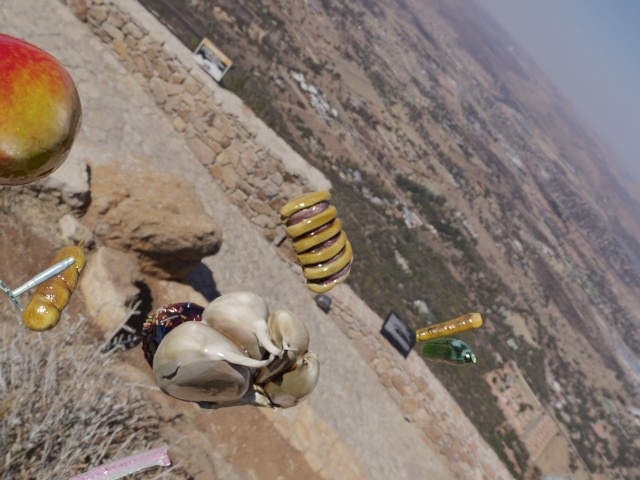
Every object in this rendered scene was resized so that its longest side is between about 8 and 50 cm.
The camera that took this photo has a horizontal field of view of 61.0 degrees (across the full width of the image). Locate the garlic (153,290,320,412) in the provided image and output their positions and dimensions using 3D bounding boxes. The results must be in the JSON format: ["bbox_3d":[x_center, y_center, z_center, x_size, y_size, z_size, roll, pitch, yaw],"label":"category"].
[{"bbox_3d":[-0.127,0.196,0.866,0.237,0.292,0.210,33,57,16],"label":"garlic"}]

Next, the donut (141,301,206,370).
[{"bbox_3d":[-0.368,0.270,1.478,0.235,0.089,0.235,17,56,-27],"label":"donut"}]

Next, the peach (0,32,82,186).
[{"bbox_3d":[-0.392,-0.160,0.643,0.197,0.197,0.197,35,30,-23],"label":"peach"}]

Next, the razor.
[{"bbox_3d":[-0.541,0.073,1.057,0.135,0.068,0.040,-35,52,-24],"label":"razor"}]

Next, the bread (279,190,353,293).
[{"bbox_3d":[0.000,0.000,1.218,0.134,0.081,0.225,-30,107,-22],"label":"bread"}]

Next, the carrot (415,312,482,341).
[{"bbox_3d":[0.321,0.220,1.369,0.042,0.170,0.042,-17,90,-80],"label":"carrot"}]

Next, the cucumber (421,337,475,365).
[{"bbox_3d":[0.181,0.154,0.757,0.037,0.037,0.155,46,-14,-3],"label":"cucumber"}]

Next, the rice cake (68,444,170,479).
[{"bbox_3d":[-0.593,0.684,1.623,0.290,0.051,0.081,-9,17,-30],"label":"rice cake"}]

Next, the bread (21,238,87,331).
[{"bbox_3d":[-0.735,0.110,1.523,0.084,0.124,0.344,56,23,-37],"label":"bread"}]

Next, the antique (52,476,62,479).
[{"bbox_3d":[-0.470,0.539,0.984,0.183,0.086,0.088,45,2,8],"label":"antique"}]
